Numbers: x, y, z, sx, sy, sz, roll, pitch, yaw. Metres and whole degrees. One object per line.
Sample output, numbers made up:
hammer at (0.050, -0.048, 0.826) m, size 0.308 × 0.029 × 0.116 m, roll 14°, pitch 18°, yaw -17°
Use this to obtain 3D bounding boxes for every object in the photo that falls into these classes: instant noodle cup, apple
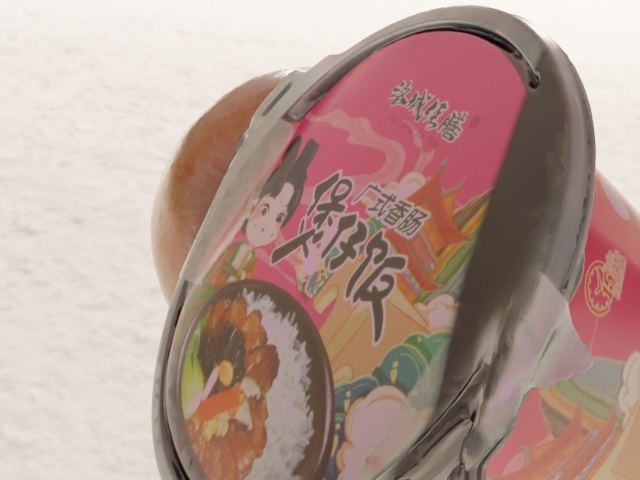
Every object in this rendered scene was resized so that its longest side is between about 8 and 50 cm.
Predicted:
instant noodle cup at (0.067, 0.045, 0.479) m, size 0.182 × 0.258 × 0.302 m, roll 31°, pitch 36°, yaw -30°
apple at (0.000, 0.000, 0.749) m, size 0.254 × 0.253 × 0.253 m, roll 7°, pitch 24°, yaw -3°
